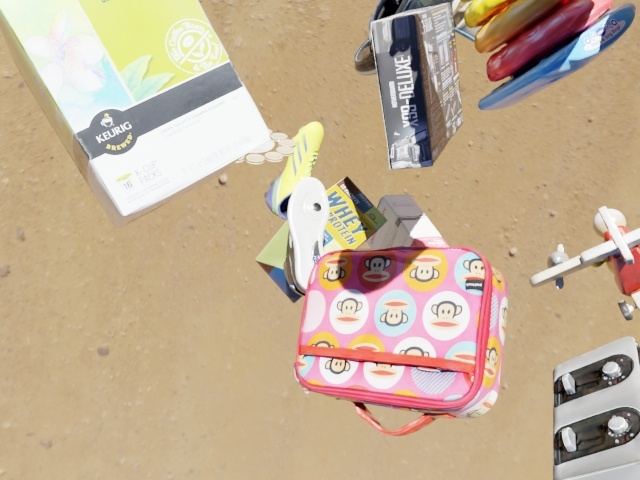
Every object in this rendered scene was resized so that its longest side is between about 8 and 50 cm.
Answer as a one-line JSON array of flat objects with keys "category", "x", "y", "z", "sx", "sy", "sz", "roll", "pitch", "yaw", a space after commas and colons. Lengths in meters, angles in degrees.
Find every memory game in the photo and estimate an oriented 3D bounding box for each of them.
[{"category": "memory game", "x": -0.141, "y": -0.193, "z": 1.214, "sx": 0.186, "sy": 0.186, "sz": 0.012, "roll": 1, "pitch": 121, "yaw": -8}]

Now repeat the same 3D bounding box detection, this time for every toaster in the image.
[{"category": "toaster", "x": 0.313, "y": 0.218, "z": 0.598, "sx": 0.110, "sy": 0.168, "sz": 0.185, "roll": -29, "pitch": 107, "yaw": 33}]

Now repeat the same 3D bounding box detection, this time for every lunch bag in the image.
[{"category": "lunch bag", "x": 0.108, "y": 0.142, "z": 0.854, "sx": 0.293, "sy": 0.258, "sz": 0.120, "roll": -2, "pitch": 158, "yaw": 34}]

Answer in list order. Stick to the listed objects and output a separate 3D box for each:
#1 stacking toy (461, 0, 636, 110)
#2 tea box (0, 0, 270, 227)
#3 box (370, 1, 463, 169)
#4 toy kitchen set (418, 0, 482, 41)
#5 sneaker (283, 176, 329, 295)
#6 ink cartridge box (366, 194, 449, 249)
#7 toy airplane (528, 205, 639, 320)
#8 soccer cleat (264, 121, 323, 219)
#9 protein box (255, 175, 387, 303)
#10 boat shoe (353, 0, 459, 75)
[{"category": "stacking toy", "x": 0.221, "y": -0.330, "z": 0.733, "sx": 0.175, "sy": 0.166, "sz": 0.301, "roll": -35, "pitch": 94, "yaw": -19}, {"category": "tea box", "x": -0.274, "y": -0.210, "z": 0.852, "sx": 0.220, "sy": 0.329, "sz": 0.323, "roll": -33, "pitch": 100, "yaw": -18}, {"category": "box", "x": 0.185, "y": -0.288, "z": 1.078, "sx": 0.077, "sy": 0.307, "sz": 0.242, "roll": -1, "pitch": 114, "yaw": 24}, {"category": "toy kitchen set", "x": 0.267, "y": -0.509, "z": 1.268, "sx": 0.166, "sy": 0.207, "sz": 0.122, "roll": 18, "pitch": 141, "yaw": -25}, {"category": "sneaker", "x": -0.038, "y": -0.002, "z": 1.133, "sx": 0.079, "sy": 0.121, "sz": 0.216, "roll": 4, "pitch": 75, "yaw": -18}, {"category": "ink cartridge box", "x": 0.212, "y": 0.010, "z": 1.499, "sx": 0.092, "sy": 0.217, "sz": 0.158, "roll": -5, "pitch": 133, "yaw": -27}, {"category": "toy airplane", "x": 0.803, "y": 0.013, "z": 1.618, "sx": 0.387, "sy": 0.272, "sz": 0.384, "roll": 4, "pitch": 139, "yaw": -10}, {"category": "soccer cleat", "x": -0.055, "y": -0.187, "z": 1.656, "sx": 0.094, "sy": 0.121, "sz": 0.289, "roll": 5, "pitch": 124, "yaw": -45}, {"category": "protein box", "x": 0.000, "y": 0.000, "z": 1.319, "sx": 0.136, "sy": 0.201, "sz": 0.200, "roll": 48, "pitch": 142, "yaw": 3}, {"category": "boat shoe", "x": 0.219, "y": -0.652, "z": 1.807, "sx": 0.156, "sy": 0.500, "sz": 0.186, "roll": 27, "pitch": 73, "yaw": -18}]
